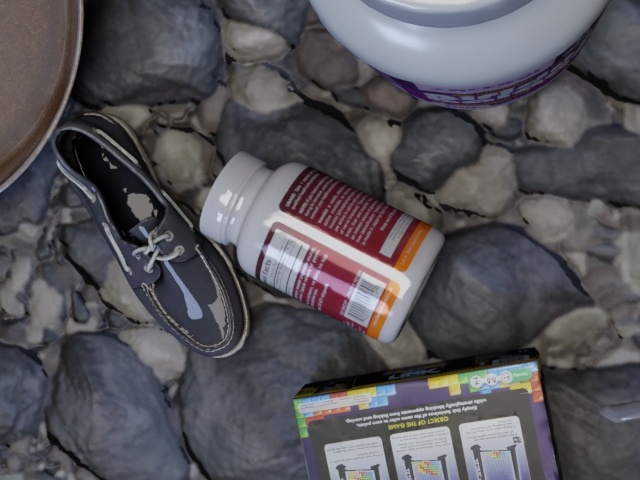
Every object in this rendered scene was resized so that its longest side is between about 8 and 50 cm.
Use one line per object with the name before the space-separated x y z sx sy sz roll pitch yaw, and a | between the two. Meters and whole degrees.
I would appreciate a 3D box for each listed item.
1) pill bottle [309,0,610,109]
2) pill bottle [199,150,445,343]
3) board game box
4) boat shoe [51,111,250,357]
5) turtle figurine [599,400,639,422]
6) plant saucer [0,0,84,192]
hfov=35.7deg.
pill bottle | 0.077 -0.161 0.534 0.169 0.301 0.169 1 94 11
pill bottle | 0.000 0.000 0.672 0.152 0.086 0.086 27 99 8
board game box | 0.079 0.158 0.687 0.170 0.048 0.141 -10 94 11
boat shoe | -0.125 0.000 0.707 0.075 0.065 0.206 -34 87 11
turtle figurine | 0.359 0.069 0.527 0.198 0.266 0.274 45 76 -23
plant saucer | -0.313 -0.163 0.742 0.311 0.050 0.310 1 93 11
